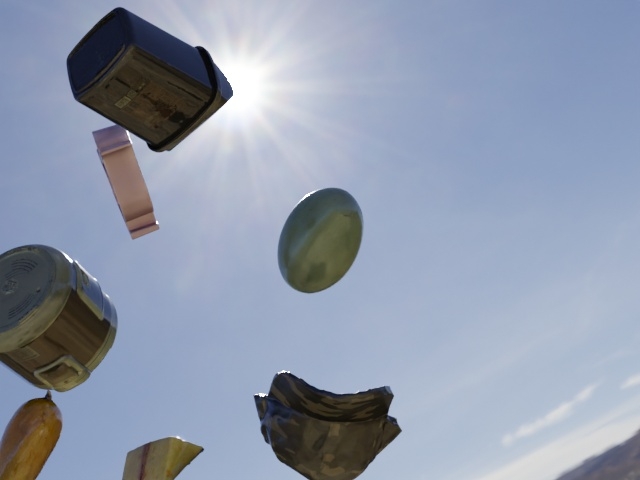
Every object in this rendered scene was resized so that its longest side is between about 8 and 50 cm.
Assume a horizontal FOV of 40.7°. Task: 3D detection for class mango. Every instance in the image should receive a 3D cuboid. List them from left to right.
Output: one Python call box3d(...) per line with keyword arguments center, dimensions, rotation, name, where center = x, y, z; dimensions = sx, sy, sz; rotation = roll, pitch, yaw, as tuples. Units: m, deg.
box3d(center=(-0.690, 0.496, 1.998), dimensions=(0.119, 0.176, 0.317), rotation=(24, -90, -26), name="mango")

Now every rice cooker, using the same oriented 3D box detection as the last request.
box3d(center=(-0.711, 0.207, 2.242), dimensions=(0.335, 0.335, 0.325), rotation=(-29, -41, 1), name="rice cooker")

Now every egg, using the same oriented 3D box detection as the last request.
box3d(center=(0.000, 0.000, 2.179), dimensions=(0.203, 0.203, 0.283), rotation=(19, -80, -59), name="egg")

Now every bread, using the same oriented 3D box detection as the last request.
box3d(center=(-0.447, 0.662, 2.399), dimensions=(0.135, 0.178, 0.240), rotation=(31, -43, -32), name="bread")

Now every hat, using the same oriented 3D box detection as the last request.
box3d(center=(0.015, 0.436, 1.961), dimensions=(0.366, 0.257, 0.382), rotation=(6, -8, 0), name="hat")

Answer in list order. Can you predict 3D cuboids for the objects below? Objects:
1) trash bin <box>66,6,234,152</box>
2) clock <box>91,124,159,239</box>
box3d(center=(-0.325, -0.302, 1.674), dimensions=(0.209, 0.182, 0.290), rotation=(-35, -35, 23), name="trash bin")
box3d(center=(-0.498, -0.184, 2.145), dimensions=(0.080, 0.290, 0.275), rotation=(-21, -54, -14), name="clock")
